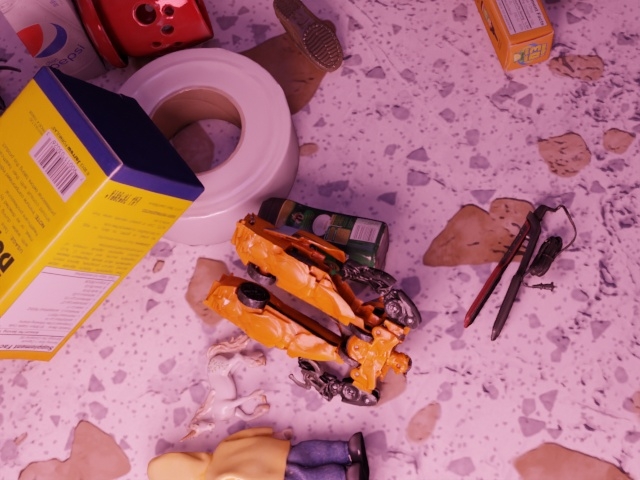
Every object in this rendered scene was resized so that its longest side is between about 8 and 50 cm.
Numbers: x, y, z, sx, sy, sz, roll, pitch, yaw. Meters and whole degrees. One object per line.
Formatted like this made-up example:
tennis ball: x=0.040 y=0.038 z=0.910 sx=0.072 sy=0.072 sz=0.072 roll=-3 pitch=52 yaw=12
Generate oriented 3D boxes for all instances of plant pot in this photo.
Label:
plant pot: x=-0.276 y=-0.367 z=1.676 sx=0.174 sy=0.191 sz=0.191 roll=-22 pitch=66 yaw=1

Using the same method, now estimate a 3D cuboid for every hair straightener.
hair straightener: x=0.289 y=0.044 z=1.516 sx=0.089 sy=0.047 sz=0.230 roll=29 pitch=69 yaw=17

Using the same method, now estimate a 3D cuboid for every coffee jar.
coffee jar: x=0.000 y=0.000 z=1.535 sx=0.184 sy=0.096 sz=0.079 roll=14 pitch=61 yaw=13

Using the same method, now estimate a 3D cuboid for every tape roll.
tape roll: x=-0.177 y=-0.139 z=1.615 sx=0.286 sy=0.100 sz=0.286 roll=-2 pitch=67 yaw=6

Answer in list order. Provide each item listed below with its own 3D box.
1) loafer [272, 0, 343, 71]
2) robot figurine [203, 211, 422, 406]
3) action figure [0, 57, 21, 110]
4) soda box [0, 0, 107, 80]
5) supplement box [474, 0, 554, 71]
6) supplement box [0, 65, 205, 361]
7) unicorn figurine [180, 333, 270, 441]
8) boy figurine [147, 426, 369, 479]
loafer: x=-0.017 y=-0.321 z=1.701 sx=0.056 sy=0.050 sz=0.148 roll=-35 pitch=83 yaw=-5
robot figurine: x=-0.002 y=0.091 z=1.466 sx=0.291 sy=0.085 sz=0.211 roll=30 pitch=117 yaw=9
action figure: x=-0.594 y=-0.204 z=1.674 sx=0.164 sy=0.141 sz=0.275 roll=36 pitch=77 yaw=31
soda box: x=-0.410 y=-0.342 z=1.627 sx=0.091 sy=0.286 sz=0.098 roll=-21 pitch=67 yaw=-2
supplement box: x=0.279 y=-0.377 z=1.672 sx=0.080 sy=0.078 sz=0.233 roll=-14 pitch=67 yaw=-2
supplement box: x=-0.369 y=-0.024 z=1.471 sx=0.356 sy=0.194 sz=0.195 roll=-46 pitch=67 yaw=14
unicorn figurine: x=-0.128 y=0.209 z=1.490 sx=0.111 sy=0.060 sz=0.162 roll=-8 pitch=50 yaw=4
boy figurine: x=-0.083 y=0.311 z=1.406 sx=0.285 sy=0.092 sz=0.177 roll=-6 pitch=33 yaw=6
